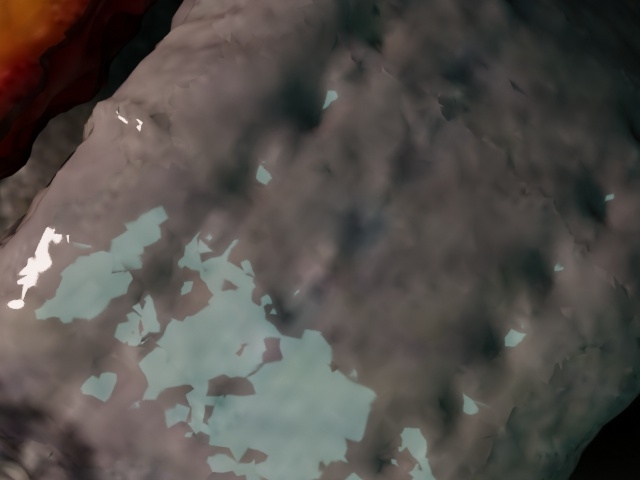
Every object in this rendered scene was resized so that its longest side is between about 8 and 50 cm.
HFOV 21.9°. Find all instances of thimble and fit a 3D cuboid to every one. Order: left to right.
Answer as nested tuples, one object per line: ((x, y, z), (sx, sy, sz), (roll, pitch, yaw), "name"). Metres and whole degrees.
((0.000, 0.000, 0.490), (0.157, 0.245, 0.217), (37, 147, -6), "thimble")

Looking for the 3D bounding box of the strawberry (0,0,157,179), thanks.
((-0.132, -0.137, 0.511), (0.253, 0.150, 0.280), (31, 77, 14), "strawberry")

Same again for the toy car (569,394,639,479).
((0.185, 0.157, 0.484), (0.240, 0.271, 0.340), (-43, 74, 19), "toy car")
